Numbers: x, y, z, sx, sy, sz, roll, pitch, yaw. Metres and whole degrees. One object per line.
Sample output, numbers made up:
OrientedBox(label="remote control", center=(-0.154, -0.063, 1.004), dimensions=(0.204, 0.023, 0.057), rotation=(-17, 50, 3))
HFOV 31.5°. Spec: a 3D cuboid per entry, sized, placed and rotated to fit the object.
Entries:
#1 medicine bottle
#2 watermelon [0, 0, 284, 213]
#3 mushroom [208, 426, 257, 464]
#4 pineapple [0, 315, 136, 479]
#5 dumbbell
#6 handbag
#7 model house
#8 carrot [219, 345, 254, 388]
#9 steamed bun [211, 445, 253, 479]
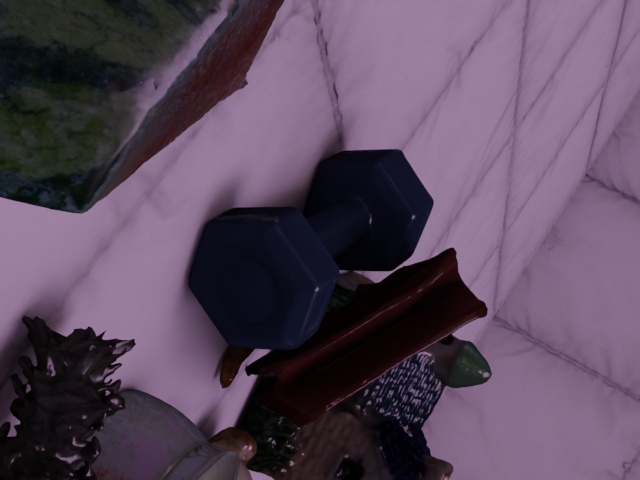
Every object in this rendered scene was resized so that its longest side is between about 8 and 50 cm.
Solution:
OrientedBox(label="medicine bottle", center=(-0.174, 0.245, 1.162), dimensions=(0.147, 0.143, 0.147), rotation=(-49, 159, -26))
OrientedBox(label="watermelon", center=(-0.145, -0.146, 0.614), dimensions=(0.261, 0.213, 0.201), rotation=(-51, 178, -8))
OrientedBox(label="mushroom", center=(-0.144, 0.317, 1.471), dimensions=(0.094, 0.072, 0.209), rotation=(-23, 143, -59))
OrientedBox(label="pineapple", center=(-0.244, 0.240, 0.920), dimensions=(0.202, 0.202, 0.361), rotation=(20, 88, -72))
OrientedBox(label="dumbbell", center=(0.000, 0.000, 1.251), dimensions=(0.316, 0.156, 0.143), rotation=(-33, 119, -55))
OrientedBox(label="handbag", center=(0.041, 0.112, 1.307), dimensions=(0.260, 0.084, 0.275), rotation=(-32, -178, -10))
OrientedBox(label="model house", center=(0.074, 0.234, 1.611), dimensions=(0.298, 0.284, 0.243), rotation=(-64, 167, 12))
OrientedBox(label="carrot", center=(-0.085, 0.110, 1.370), dimensions=(0.165, 0.036, 0.036), rotation=(-63, 162, 18))
OrientedBox(label="steamed bun", center=(-0.172, 0.335, 1.294), dimensions=(0.131, 0.177, 0.228), rotation=(22, 113, -39))
